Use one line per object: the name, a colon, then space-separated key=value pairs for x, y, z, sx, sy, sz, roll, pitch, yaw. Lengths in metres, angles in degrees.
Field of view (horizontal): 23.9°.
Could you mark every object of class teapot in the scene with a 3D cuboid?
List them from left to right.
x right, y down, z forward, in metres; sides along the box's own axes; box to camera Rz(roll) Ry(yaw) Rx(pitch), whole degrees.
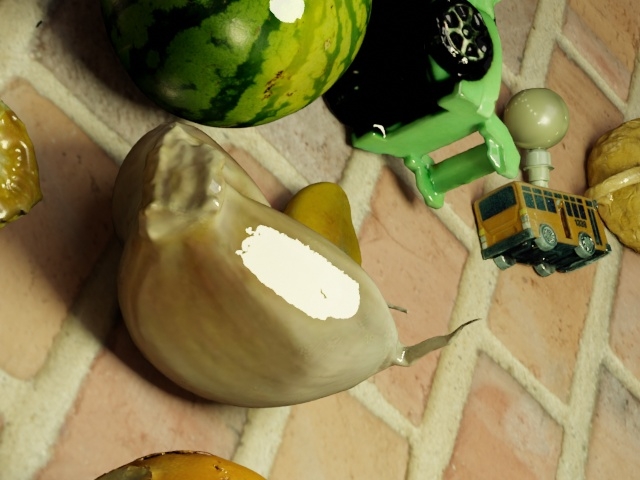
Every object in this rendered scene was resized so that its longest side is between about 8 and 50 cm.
teapot: x=0.500 y=-0.091 z=2.213 sx=0.311 sy=0.167 sz=0.203 roll=-3 pitch=71 yaw=-49

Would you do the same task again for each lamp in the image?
lamp: x=0.299 y=-0.126 z=2.085 sx=0.091 sy=0.091 sz=0.163 roll=9 pitch=78 yaw=-46

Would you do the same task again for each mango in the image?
mango: x=0.000 y=0.000 z=1.666 sx=0.103 sy=0.076 sz=0.161 roll=31 pitch=44 yaw=-27

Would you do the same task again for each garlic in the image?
garlic: x=-0.056 y=0.021 z=1.467 sx=0.340 sy=0.246 sz=0.231 roll=26 pitch=36 yaw=-23

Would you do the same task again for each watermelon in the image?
watermelon: x=-0.089 y=-0.256 z=1.556 sx=0.285 sy=0.285 sz=0.285 roll=27 pitch=50 yaw=-36

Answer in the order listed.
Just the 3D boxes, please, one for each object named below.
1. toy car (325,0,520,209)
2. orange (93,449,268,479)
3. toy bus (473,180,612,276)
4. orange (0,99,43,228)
toy car: x=0.132 y=-0.241 z=1.830 sx=0.176 sy=0.213 sz=0.359 roll=21 pitch=59 yaw=-35
orange: x=-0.112 y=0.291 z=1.234 sx=0.240 sy=0.240 sz=0.240 roll=27 pitch=50 yaw=-36
toy bus: x=0.293 y=-0.016 z=1.996 sx=0.182 sy=0.091 sz=0.103 roll=10 pitch=61 yaw=-44
orange: x=-0.324 y=-0.073 z=1.313 sx=0.160 sy=0.112 sz=0.170 roll=-12 pitch=100 yaw=-62
